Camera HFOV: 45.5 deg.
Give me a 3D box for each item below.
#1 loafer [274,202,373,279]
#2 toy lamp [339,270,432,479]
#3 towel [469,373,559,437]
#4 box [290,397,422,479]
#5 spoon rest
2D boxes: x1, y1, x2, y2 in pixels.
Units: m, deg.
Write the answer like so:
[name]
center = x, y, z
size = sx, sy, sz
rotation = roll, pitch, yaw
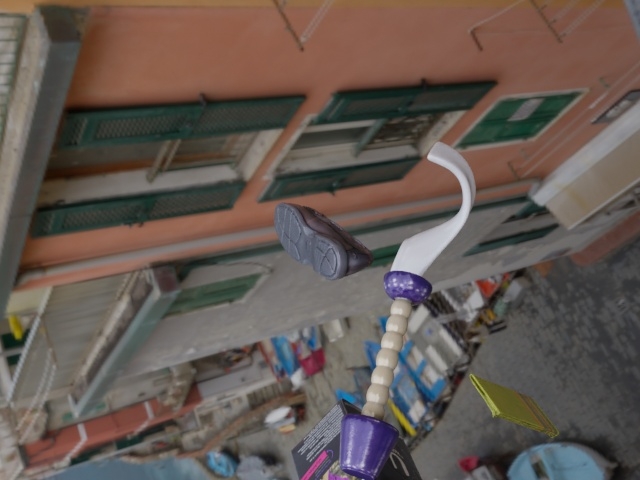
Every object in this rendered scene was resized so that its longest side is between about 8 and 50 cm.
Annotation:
[loafer]
center = 0.000, 0.000, 1.598
size = 0.302, 0.095, 0.109
rotation = 39, 128, 53
[toy lamp]
center = 0.086, 0.175, 1.011
size = 0.080, 0.080, 0.274
rotation = -22, 44, 56
[towel]
center = 0.379, 0.326, 1.497
size = 0.021, 0.237, 0.102
rotation = -49, 44, 15
[box]
center = 0.077, 0.423, 1.270
size = 0.143, 0.165, 0.270
rotation = -48, 28, 12
[spoon rest]
center = 0.168, -0.006, 1.145
size = 0.084, 0.137, 0.276
rotation = 21, 125, 13
